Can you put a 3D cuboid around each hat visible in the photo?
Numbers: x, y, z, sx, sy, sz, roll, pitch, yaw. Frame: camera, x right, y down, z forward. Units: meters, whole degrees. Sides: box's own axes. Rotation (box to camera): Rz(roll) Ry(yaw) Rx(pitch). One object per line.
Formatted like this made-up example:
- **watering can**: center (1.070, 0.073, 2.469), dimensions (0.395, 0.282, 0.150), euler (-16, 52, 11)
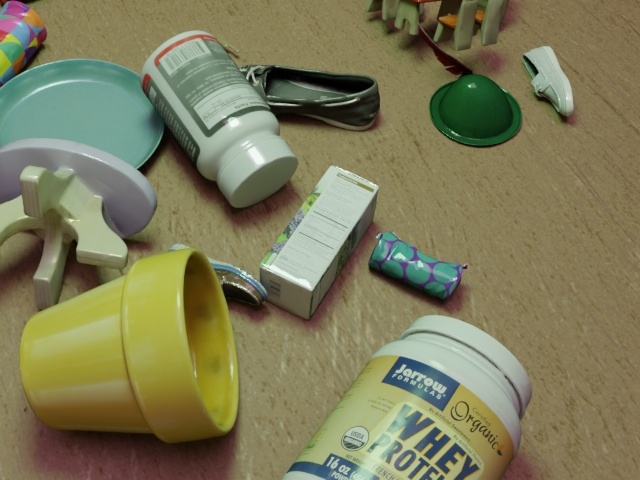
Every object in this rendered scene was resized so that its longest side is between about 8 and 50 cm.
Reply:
- **hat**: center (0.293, -0.294, 1.467), dimensions (0.208, 0.183, 0.173), euler (-18, 59, -17)

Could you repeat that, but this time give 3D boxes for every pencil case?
- **pencil case**: center (0.155, 0.039, 1.296), dimensions (0.151, 0.064, 0.070), euler (26, 73, 12)
- **pencil case**: center (-0.603, -0.336, 1.468), dimensions (0.104, 0.104, 0.236), euler (20, 54, 9)

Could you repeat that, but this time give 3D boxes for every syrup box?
- **syrup box**: center (0.000, 0.000, 1.292), dimensions (0.096, 0.093, 0.237), euler (25, 57, 12)

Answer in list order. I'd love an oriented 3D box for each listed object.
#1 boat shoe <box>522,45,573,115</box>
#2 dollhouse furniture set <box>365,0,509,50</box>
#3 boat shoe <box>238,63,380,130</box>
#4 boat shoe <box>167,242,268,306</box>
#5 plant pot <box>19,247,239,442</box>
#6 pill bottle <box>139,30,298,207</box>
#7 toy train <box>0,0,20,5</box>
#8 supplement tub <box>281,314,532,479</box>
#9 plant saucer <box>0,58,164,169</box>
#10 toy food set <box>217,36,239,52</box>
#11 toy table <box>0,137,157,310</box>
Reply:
- **boat shoe**: center (0.444, -0.312, 1.570), dimensions (0.063, 0.066, 0.184), euler (-13, 59, 3)
- **dollhouse furniture set**: center (0.261, -0.495, 1.591), dimensions (0.259, 0.135, 0.262), euler (-18, 39, -35)
- **boat shoe**: center (-0.053, -0.285, 1.482), dimensions (0.335, 0.095, 0.112), euler (9, 55, 1)
- **boat shoe**: center (-0.170, 0.070, 1.251), dimensions (0.183, 0.066, 0.066), euler (21, 60, 21)
- **plant pot**: center (-0.258, 0.155, 1.083), dimensions (0.239, 0.254, 0.254), euler (-11, 56, 5)
- **pill bottle**: center (-0.171, -0.204, 1.367), dimensions (0.161, 0.161, 0.283), euler (-29, 73, -23)
- **toy train**: center (-0.624, -0.595, 1.648), dimensions (0.143, 0.105, 0.248), euler (-20, 59, -30)
- **supplement tub**: center (0.116, 0.273, 1.032), dimensions (0.228, 0.228, 0.316), euler (31, 58, 16)
- **plant saucer**: center (-0.435, -0.198, 1.420), dimensions (0.317, 0.044, 0.318), euler (3, 54, -4)
- **toy food set**: center (-0.218, -0.345, 1.555), dimensions (0.078, 0.019, 0.122), euler (36, 61, 19)
- **toy table**: center (-0.403, -0.036, 1.210), dimensions (0.274, 0.252, 0.161), euler (1, 38, 7)
